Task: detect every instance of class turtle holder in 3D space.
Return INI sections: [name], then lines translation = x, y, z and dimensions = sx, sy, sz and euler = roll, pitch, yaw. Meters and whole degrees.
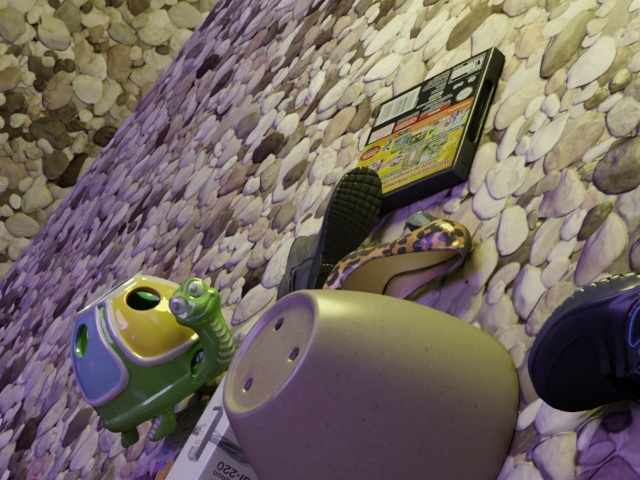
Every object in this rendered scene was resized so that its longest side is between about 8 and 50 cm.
[turtle holder]
translation = -0.268, 0.175, 1.856
dimensions = 0.243, 0.227, 0.320
euler = -35, 5, -15

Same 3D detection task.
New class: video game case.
[video game case]
translation = 0.156, -0.159, 1.860
dimensions = 0.275, 0.035, 0.248
euler = -22, 39, 49

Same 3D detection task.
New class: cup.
[cup]
translation = 0.027, 0.189, 1.378
dimensions = 0.331, 0.237, 0.331
euler = -42, 26, 26

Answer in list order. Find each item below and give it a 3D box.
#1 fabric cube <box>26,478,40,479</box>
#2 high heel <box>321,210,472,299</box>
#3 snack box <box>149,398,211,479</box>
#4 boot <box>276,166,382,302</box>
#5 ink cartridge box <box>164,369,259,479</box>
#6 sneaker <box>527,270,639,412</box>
[fabric cube]
translation = -0.436, 0.538, 1.656
dimensions = 0.254, 0.258, 0.259
euler = -25, 33, 17
[high heel]
translation = 0.088, 0.064, 1.601
dimensions = 0.261, 0.093, 0.186
euler = -45, 17, -3
[snack box]
translation = -0.215, 0.329, 1.878
dimensions = 0.100, 0.037, 0.141
euler = -27, 34, 43
[boot]
translation = 0.000, 0.000, 1.838
dimensions = 0.161, 0.083, 0.246
euler = 5, 74, 63
[ink cartridge box]
translation = -0.086, 0.280, 1.558
dimensions = 0.218, 0.158, 0.092
euler = -60, 25, -12
[sneaker]
translation = 0.326, 0.099, 1.091
dimensions = 0.341, 0.125, 0.139
euler = -35, 35, 41
